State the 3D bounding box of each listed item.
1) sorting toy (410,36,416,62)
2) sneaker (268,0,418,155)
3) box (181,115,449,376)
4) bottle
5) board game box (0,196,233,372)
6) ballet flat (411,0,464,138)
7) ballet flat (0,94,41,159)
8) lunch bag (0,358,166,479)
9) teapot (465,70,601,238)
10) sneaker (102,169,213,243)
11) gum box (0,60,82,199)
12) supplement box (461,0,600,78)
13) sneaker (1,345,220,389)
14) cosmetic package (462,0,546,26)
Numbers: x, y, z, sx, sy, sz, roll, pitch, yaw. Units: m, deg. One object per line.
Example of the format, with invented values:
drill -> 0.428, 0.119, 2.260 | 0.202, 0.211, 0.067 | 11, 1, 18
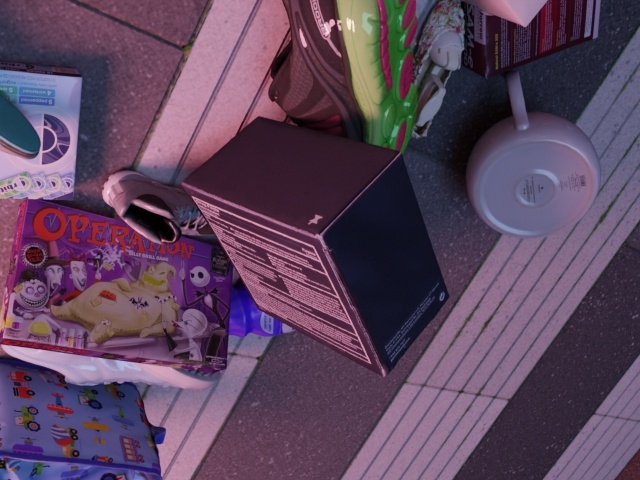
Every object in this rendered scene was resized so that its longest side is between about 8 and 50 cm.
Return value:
sorting toy -> 0.126, -0.320, 1.134 | 0.062, 0.012, 0.083 | -27, 110, -16
sneaker -> 0.031, -0.220, 1.076 | 0.185, 0.202, 0.483 | -51, 155, -32
box -> 0.000, 0.000, 1.040 | 0.183, 0.296, 0.294 | -47, 135, -23
bottle -> -0.084, 0.112, 1.267 | 0.283, 0.092, 0.118 | -11, 122, -22
board game box -> -0.294, 0.078, 1.074 | 0.347, 0.208, 0.056 | 16, 151, -36
ballet flat -> 0.192, -0.276, 1.172 | 0.091, 0.077, 0.241 | 5, 117, -31
ballet flat -> -0.442, -0.169, 0.858 | 0.068, 0.072, 0.213 | -23, 132, 25
lunch bag -> -0.392, 0.312, 1.146 | 0.293, 0.221, 0.138 | 8, 116, -33
teapot -> 0.385, -0.144, 1.305 | 0.252, 0.187, 0.256 | 26, 126, -11
sneaker -> -0.214, -0.028, 1.076 | 0.229, 0.132, 0.086 | 12, 114, -34
gum box -> -0.411, -0.145, 0.948 | 0.157, 0.041, 0.184 | -1, 120, -27
supplement box -> 0.360, -0.380, 1.197 | 0.239, 0.073, 0.130 | -22, 128, -16
sneaker -> -0.342, 0.180, 1.161 | 0.366, 0.135, 0.150 | 31, 119, -32
cosmetic package -> 0.183, -0.477, 0.955 | 0.365, 0.197, 0.155 | 30, 102, -41
